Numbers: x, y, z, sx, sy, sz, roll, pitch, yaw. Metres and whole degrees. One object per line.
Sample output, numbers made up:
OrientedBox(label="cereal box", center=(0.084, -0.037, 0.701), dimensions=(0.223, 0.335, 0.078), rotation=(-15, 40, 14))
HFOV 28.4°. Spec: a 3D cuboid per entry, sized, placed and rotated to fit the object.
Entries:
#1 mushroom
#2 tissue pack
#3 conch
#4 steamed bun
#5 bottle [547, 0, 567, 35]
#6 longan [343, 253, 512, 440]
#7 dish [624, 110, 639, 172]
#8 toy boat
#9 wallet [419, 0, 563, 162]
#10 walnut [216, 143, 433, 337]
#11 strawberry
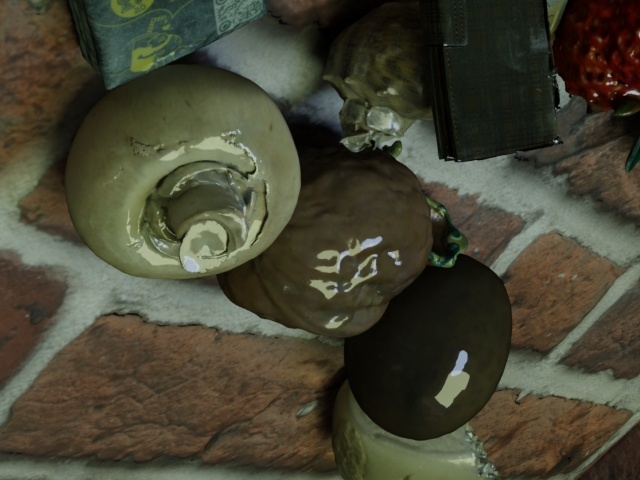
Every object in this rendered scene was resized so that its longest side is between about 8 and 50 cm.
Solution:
OrientedBox(label="mushroom", center=(-0.133, -0.055, 1.298), dimensions=(0.246, 0.202, 0.246), rotation=(-14, 131, -16))
OrientedBox(label="tissue pack", center=(-0.145, -0.273, 1.134), dimensions=(0.185, 0.081, 0.257), rotation=(-29, 149, -16))
OrientedBox(label="conch", center=(0.134, -0.209, 1.440), dimensions=(0.291, 0.159, 0.210), rotation=(-46, 148, 10))
OrientedBox(label="steamed bun", center=(0.170, 0.328, 2.108), dimensions=(0.274, 0.272, 0.290), rotation=(-30, 145, -13))
OrientedBox(label="bottle", center=(0.252, -0.267, 1.559), dimensions=(0.083, 0.083, 0.269), rotation=(-22, 147, -25))
OrientedBox(label="longan", center=(0.157, 0.148, 1.887), dimensions=(0.243, 0.300, 0.300), rotation=(31, 114, -15))
OrientedBox(label="dish", center=(0.556, -0.192, 1.990), dimensions=(0.246, 0.078, 0.224), rotation=(-20, 145, -29))
OrientedBox(label="toy boat", center=(0.111, -0.050, 1.694), dimensions=(0.099, 0.108, 0.293), rotation=(-12, 150, 20))
OrientedBox(label="wallet", center=(0.176, -0.248, 1.351), dimensions=(0.169, 0.044, 0.316), rotation=(-12, 98, -33))
OrientedBox(label="walnut", center=(0.002, -0.002, 1.515), dimensions=(0.273, 0.227, 0.273), rotation=(-29, 148, -20))
OrientedBox(label="strawberry", center=(0.459, -0.307, 1.546), dimensions=(0.267, 0.312, 0.351), rotation=(-40, 145, -60))
